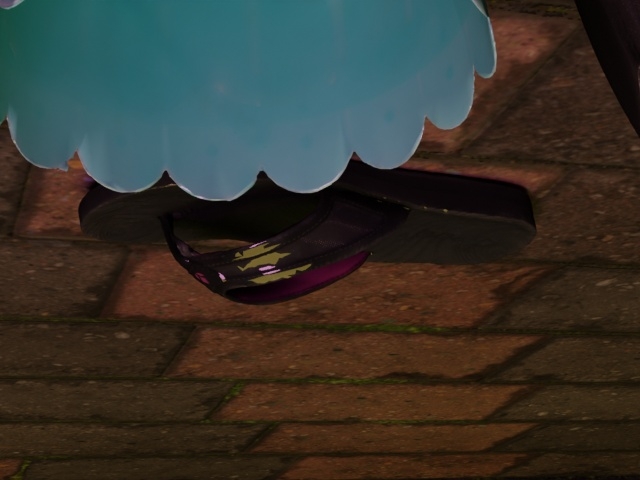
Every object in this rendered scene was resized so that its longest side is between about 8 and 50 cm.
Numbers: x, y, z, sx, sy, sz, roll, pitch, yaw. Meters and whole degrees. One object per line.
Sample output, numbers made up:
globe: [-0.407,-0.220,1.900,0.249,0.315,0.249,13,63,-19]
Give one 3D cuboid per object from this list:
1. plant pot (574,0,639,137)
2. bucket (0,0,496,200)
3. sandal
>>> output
plant pot: [0.239,-0.159,0.741,0.187,0.167,0.188,-10,159,14]
bucket: [-0.050,-0.156,0.662,0.281,0.183,0.281,-4,158,-2]
sandal: [0.002,-0.001,1.171,0.445,0.107,0.167,3,157,-18]
